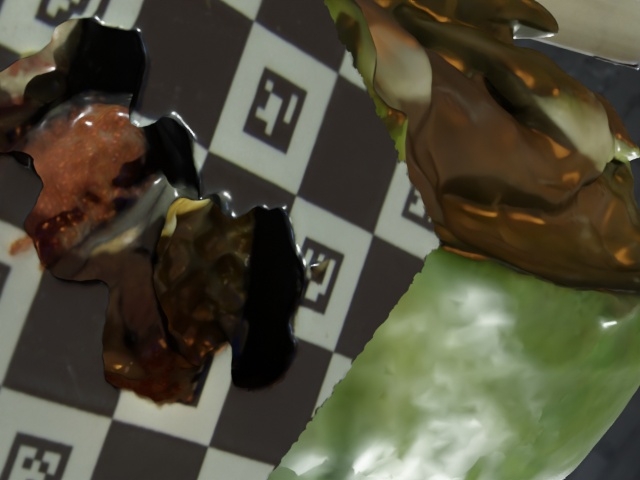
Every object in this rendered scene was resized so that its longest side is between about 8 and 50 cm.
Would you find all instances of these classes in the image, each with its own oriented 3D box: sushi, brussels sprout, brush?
[{"bbox_3d":[-0.093,-0.015,0.495,0.050,0.290,0.264,13,-124,43],"label":"sushi"},{"bbox_3d":[0.000,0.000,0.759,0.314,0.371,0.276,-36,-150,16],"label":"brussels sprout"},{"bbox_3d":[0.074,-0.185,0.942,0.050,0.320,0.060,-80,-173,-46],"label":"brush"}]
